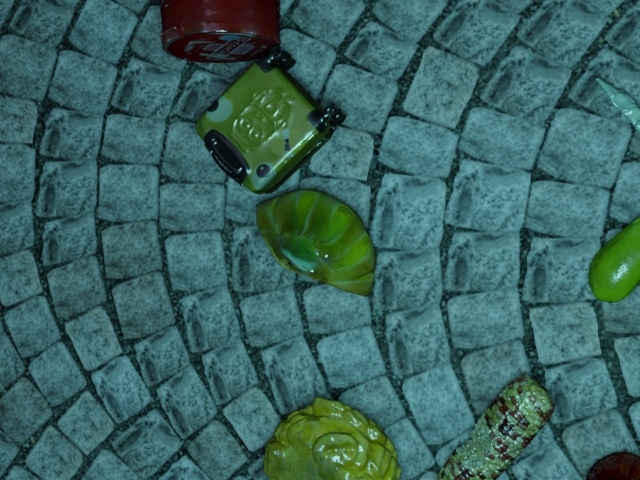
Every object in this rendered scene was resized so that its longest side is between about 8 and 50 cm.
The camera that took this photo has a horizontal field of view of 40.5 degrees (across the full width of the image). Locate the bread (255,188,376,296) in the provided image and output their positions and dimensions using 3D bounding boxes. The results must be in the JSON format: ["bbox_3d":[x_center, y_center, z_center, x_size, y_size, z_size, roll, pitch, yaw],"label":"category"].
[{"bbox_3d":[-0.008,-0.012,1.591,0.261,0.158,0.156,21,91,10],"label":"bread"}]

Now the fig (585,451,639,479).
[{"bbox_3d":[0.510,0.436,1.481,0.128,0.150,0.128,22,130,30],"label":"fig"}]

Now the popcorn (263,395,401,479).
[{"bbox_3d":[0.016,0.397,1.569,0.250,0.190,0.250,3,102,16],"label":"popcorn"}]

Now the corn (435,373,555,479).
[{"bbox_3d":[0.302,0.365,1.545,0.098,0.098,0.290,41,99,10],"label":"corn"}]

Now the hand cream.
[{"bbox_3d":[-0.185,-0.423,1.601,0.230,0.230,0.149,-6,88,13],"label":"hand cream"}]

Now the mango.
[{"bbox_3d":[0.522,0.032,1.496,0.091,0.074,0.165,35,104,35],"label":"mango"}]

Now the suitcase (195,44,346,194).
[{"bbox_3d":[-0.094,-0.213,1.617,0.235,0.143,0.194,-43,81,8],"label":"suitcase"}]

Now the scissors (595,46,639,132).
[{"bbox_3d":[0.622,-0.156,1.508,0.256,0.029,0.383,-29,82,11],"label":"scissors"}]
